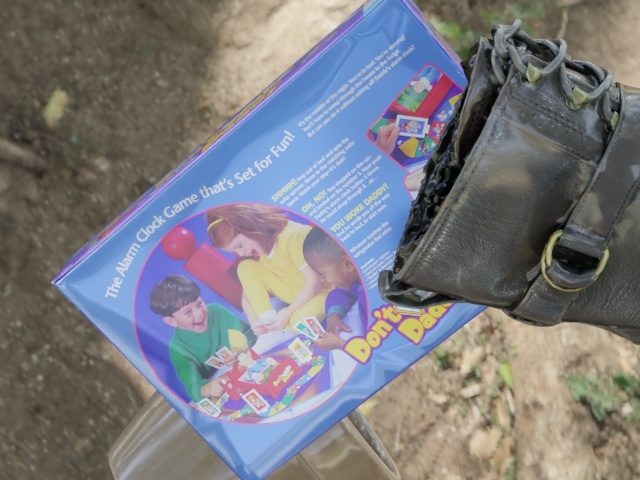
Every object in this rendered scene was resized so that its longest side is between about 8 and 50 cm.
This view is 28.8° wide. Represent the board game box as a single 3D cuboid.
[{"bbox_3d":[0.000,0.000,0.976,0.347,0.233,0.078,-39,12,13],"label":"board game box"}]

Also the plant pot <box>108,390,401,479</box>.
[{"bbox_3d":[-0.083,0.204,1.261,0.229,0.263,0.263,-35,49,0],"label":"plant pot"}]

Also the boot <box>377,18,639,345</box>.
[{"bbox_3d":[0.169,-0.037,0.541,0.229,0.263,0.091,24,26,-10],"label":"boot"}]
